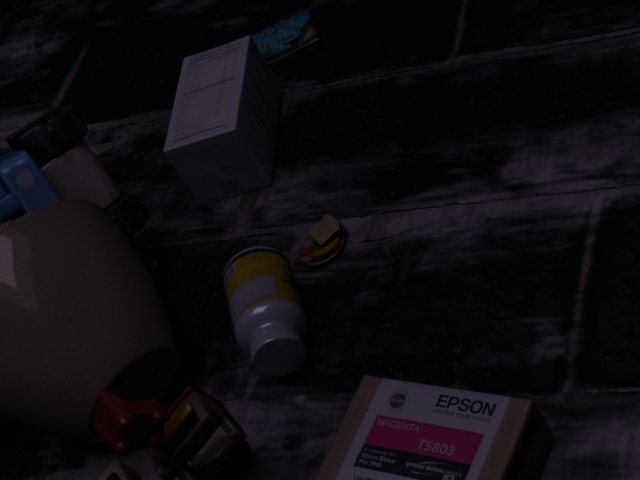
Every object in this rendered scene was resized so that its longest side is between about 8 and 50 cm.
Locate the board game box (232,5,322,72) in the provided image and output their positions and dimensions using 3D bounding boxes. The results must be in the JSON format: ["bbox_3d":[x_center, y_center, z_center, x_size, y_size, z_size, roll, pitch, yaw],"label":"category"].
[{"bbox_3d":[-0.091,-0.353,2.173,0.186,0.026,0.126,-25,40,9],"label":"board game box"}]

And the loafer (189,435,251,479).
[{"bbox_3d":[-0.152,0.311,1.533,0.148,0.056,0.050,-41,37,-21],"label":"loafer"}]

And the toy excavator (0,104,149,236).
[{"bbox_3d":[-0.500,0.001,1.801,0.445,0.222,0.433,-37,15,-14],"label":"toy excavator"}]

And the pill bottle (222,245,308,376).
[{"bbox_3d":[-0.074,0.100,1.651,0.103,0.103,0.184,-27,41,7],"label":"pill bottle"}]

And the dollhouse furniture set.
[{"bbox_3d":[-0.299,0.306,1.454,0.374,0.201,0.152,-51,42,2],"label":"dollhouse furniture set"}]

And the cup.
[{"bbox_3d":[-0.338,0.144,1.658,0.237,0.331,0.331,38,74,22],"label":"cup"}]

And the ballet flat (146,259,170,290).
[{"bbox_3d":[-0.317,0.084,1.866,0.173,0.049,0.057,-31,39,2],"label":"ballet flat"}]

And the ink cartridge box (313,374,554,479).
[{"bbox_3d":[0.124,0.268,1.369,0.235,0.088,0.193,3,53,36],"label":"ink cartridge box"}]

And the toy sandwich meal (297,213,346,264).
[{"bbox_3d":[0.000,0.000,1.759,0.086,0.029,0.085,-18,42,17],"label":"toy sandwich meal"}]

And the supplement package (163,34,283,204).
[{"bbox_3d":[-0.157,-0.204,1.983,0.139,0.134,0.244,-15,44,21],"label":"supplement package"}]
